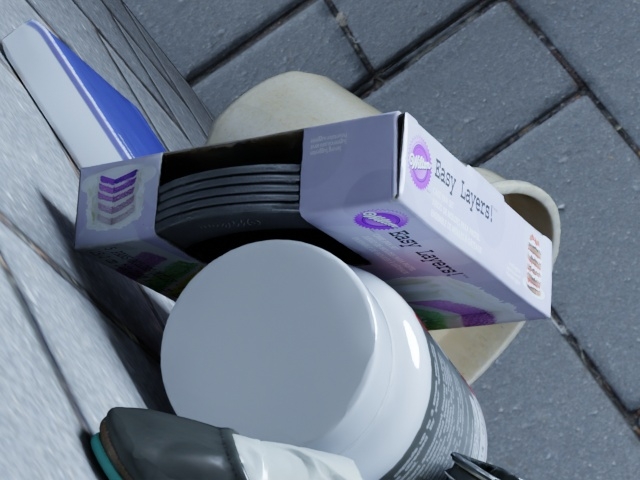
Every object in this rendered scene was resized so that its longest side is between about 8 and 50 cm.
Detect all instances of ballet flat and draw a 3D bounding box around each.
[{"bbox_3d":[-0.003,0.168,0.896,0.280,0.096,0.095,54,3,-27],"label":"ballet flat"}]

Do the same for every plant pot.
[{"bbox_3d":[0.026,-0.007,1.822,0.305,0.334,0.334,43,-4,31],"label":"plant pot"}]

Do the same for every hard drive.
[{"bbox_3d":[-0.167,-0.066,1.536,0.210,0.040,0.319,56,2,10],"label":"hard drive"}]

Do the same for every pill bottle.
[{"bbox_3d":[0.008,0.108,1.146,0.161,0.161,0.283,56,2,25],"label":"pill bottle"}]

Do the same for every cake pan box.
[{"bbox_3d":[0.000,0.000,1.185,0.267,0.246,0.070,35,51,-56],"label":"cake pan box"}]

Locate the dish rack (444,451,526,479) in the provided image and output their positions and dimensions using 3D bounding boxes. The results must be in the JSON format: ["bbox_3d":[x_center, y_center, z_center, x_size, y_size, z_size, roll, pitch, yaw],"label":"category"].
[{"bbox_3d":[0.199,0.245,1.143,0.271,0.074,0.208,31,1,20],"label":"dish rack"}]
